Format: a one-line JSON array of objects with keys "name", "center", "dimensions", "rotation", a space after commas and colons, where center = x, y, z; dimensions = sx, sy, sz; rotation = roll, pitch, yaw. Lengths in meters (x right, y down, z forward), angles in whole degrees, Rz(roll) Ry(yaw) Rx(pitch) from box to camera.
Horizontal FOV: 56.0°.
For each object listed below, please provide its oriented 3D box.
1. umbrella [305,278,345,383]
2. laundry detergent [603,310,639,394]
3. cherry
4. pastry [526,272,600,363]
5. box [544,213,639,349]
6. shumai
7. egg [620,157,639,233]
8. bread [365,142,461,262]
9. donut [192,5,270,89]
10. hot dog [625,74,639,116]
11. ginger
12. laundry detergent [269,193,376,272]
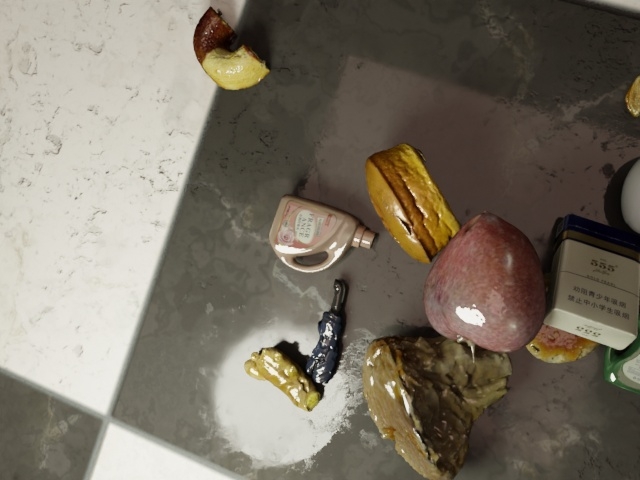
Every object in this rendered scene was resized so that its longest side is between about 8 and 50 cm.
[{"name": "umbrella", "center": [0.022, 0.216, 1.416], "dimensions": [0.071, 0.071, 0.248], "rotation": [16, 93, 12]}, {"name": "laundry detergent", "center": [0.689, 0.218, 1.277], "dimensions": [0.137, 0.063, 0.211], "rotation": [18, 92, 18]}, {"name": "cherry", "center": [0.334, 0.094, 1.226], "dimensions": [0.221, 0.261, 0.307], "rotation": [6, 90, -29]}, {"name": "pastry", "center": [0.506, 0.167, 1.301], "dimensions": [0.182, 0.093, 0.192], "rotation": [-22, 84, 12]}, {"name": "box", "center": [0.559, 0.076, 1.231], "dimensions": [0.168, 0.071, 0.259], "rotation": [20, 55, 8]}, {"name": "shumai", "center": [0.260, 0.329, 1.342], "dimensions": [0.283, 0.217, 0.346], "rotation": [-33, 93, -22]}, {"name": "egg", "center": [0.703, -0.105, 1.238], "dimensions": [0.146, 0.146, 0.198], "rotation": [31, 103, 11]}, {"name": "bread", "center": [0.195, -0.082, 1.324], "dimensions": [0.143, 0.195, 0.269], "rotation": [-32, 90, 1]}, {"name": "donut", "center": [-0.238, -0.463, 1.479], "dimensions": [0.217, 0.085, 0.141], "rotation": [45, 97, 8]}, {"name": "hot dog", "center": [0.681, -0.314, 1.307], "dimensions": [0.034, 0.030, 0.090], "rotation": [6, 90, 21]}, {"name": "ginger", "center": [-0.085, 0.314, 1.428], "dimensions": [0.205, 0.081, 0.115], "rotation": [26, 105, 11]}, {"name": "laundry detergent", "center": [0.000, 0.000, 1.424], "dimensions": [0.237, 0.076, 0.171], "rotation": [20, 94, 10]}]
